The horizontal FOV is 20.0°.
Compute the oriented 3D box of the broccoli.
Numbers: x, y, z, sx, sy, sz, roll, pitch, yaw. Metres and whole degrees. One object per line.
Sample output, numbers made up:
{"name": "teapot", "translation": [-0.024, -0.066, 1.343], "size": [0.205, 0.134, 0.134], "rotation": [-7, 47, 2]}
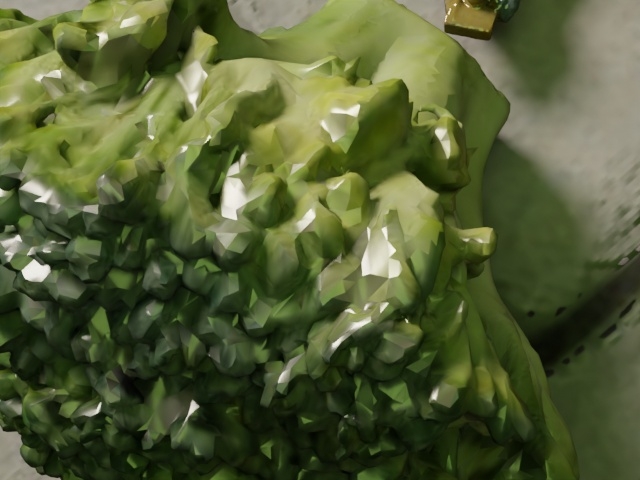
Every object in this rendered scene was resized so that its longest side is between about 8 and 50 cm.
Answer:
{"name": "broccoli", "translation": [0.000, 0.000, 0.661], "size": [0.248, 0.288, 0.245], "rotation": [10, 59, 43]}

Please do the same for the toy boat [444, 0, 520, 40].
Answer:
{"name": "toy boat", "translation": [0.077, -0.153, 0.756], "size": [0.047, 0.049, 0.149], "rotation": [14, 80, 6]}
